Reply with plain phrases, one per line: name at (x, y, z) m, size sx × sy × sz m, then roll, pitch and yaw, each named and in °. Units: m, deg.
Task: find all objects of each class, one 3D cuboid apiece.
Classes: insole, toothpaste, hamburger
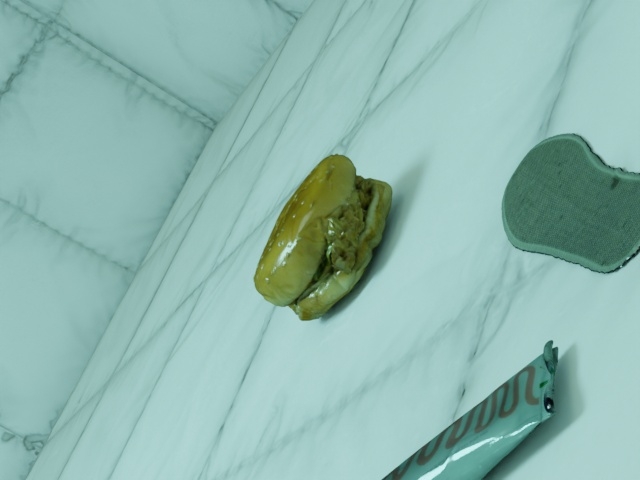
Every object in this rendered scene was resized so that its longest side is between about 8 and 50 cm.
insole at (0.144, -0.023, 0.691) m, size 0.080 × 0.003 × 0.232 m, roll -57°, pitch 12°, yaw 6°
toothpaste at (0.052, 0.130, 0.618) m, size 0.205 × 0.036 × 0.056 m, roll -47°, pitch 14°, yaw 29°
hamburger at (0.000, 0.000, 1.041) m, size 0.147 × 0.083 × 0.138 m, roll -48°, pitch 19°, yaw 52°
